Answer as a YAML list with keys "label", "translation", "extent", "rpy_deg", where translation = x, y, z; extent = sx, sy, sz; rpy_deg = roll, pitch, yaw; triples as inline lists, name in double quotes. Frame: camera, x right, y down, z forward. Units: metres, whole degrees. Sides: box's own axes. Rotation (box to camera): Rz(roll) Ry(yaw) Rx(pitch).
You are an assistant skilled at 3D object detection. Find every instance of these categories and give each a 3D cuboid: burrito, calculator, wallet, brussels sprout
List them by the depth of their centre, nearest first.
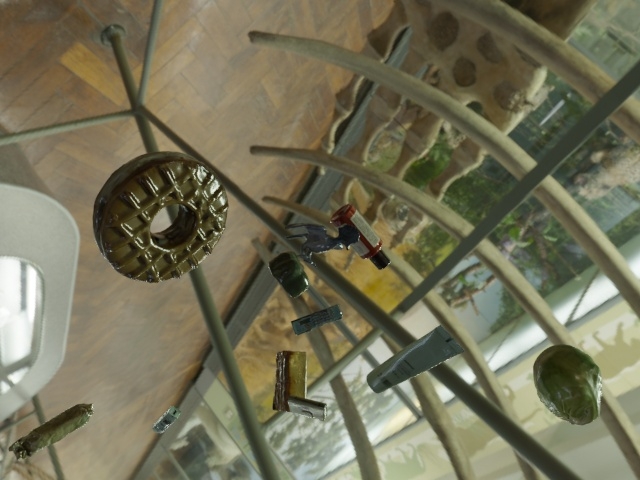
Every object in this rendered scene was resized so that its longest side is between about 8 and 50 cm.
- label: "burrito"
  translation: [-0.616, 0.440, 1.161]
  extent: [0.188, 0.058, 0.045]
  rpy_deg: [-29, 162, -30]
- label: "brussels sprout"
  translation: [0.791, 0.459, 1.612]
  extent: [0.244, 0.244, 0.244]
  rpy_deg: [-39, 166, -11]
- label: "calculator"
  translation: [-0.011, 0.266, 1.677]
  extent: [0.172, 0.057, 0.018]
  rpy_deg: [-19, -170, -5]
- label: "wallet"
  translation: [-0.049, 0.677, 2.032]
  extent: [0.039, 0.155, 0.110]
  rpy_deg: [-64, 159, -45]

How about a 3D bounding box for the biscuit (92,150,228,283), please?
- label: "biscuit"
  translation: [-0.367, -0.053, 1.181]
  extent: [0.332, 0.103, 0.331]
  rpy_deg: [-27, 132, -33]

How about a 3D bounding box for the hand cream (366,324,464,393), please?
- label: "hand cream"
  translation: [0.270, 0.372, 1.513]
  extent: [0.321, 0.109, 0.067]
  rpy_deg: [-39, -172, 28]

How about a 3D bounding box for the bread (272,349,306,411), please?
- label: "bread"
  translation: [-0.145, 0.654, 2.335]
  extent: [0.114, 0.274, 0.185]
  rpy_deg: [11, 160, -26]

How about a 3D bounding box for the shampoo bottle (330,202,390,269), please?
- label: "shampoo bottle"
  translation: [0.159, -0.004, 1.870]
  extent: [0.104, 0.278, 0.104]
  rpy_deg: [-37, -163, 13]

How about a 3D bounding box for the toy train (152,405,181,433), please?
- label: "toy train"
  translation: [-0.579, 0.675, 1.864]
  extent: [0.207, 0.043, 0.047]
  rpy_deg: [-47, -168, 39]

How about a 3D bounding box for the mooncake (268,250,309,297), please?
- label: "mooncake"
  translation: [-0.104, 0.116, 1.746]
  extent: [0.104, 0.175, 0.168]
  rpy_deg: [-32, 146, -1]

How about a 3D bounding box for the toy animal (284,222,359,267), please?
- label: "toy animal"
  translation: [0.000, 0.000, 1.649]
  extent: [0.176, 0.256, 0.239]
  rpy_deg: [-56, 146, -9]
